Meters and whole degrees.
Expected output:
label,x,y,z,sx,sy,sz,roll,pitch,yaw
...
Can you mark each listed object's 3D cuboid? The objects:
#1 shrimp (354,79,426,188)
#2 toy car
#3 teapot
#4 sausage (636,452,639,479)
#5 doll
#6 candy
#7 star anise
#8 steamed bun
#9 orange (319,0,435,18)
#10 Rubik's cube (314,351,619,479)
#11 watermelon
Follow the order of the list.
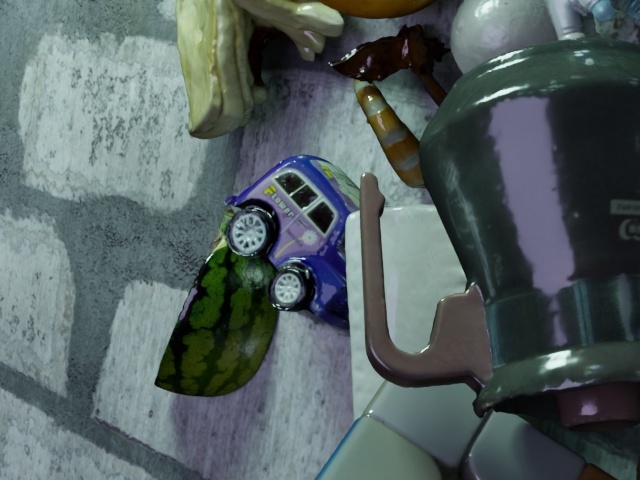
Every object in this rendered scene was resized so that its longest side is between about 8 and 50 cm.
label,x,y,z,sx,sy,sz,roll,pitch,yaw
shrimp,0.089,-0.144,1.670,0.049,0.161,0.166,-35,28,5
toy car,0.000,0.000,1.691,0.158,0.172,0.235,-44,68,16
teapot,0.226,0.011,1.304,0.376,0.305,0.362,-4,71,-2
sausage,0.481,0.099,1.299,0.501,0.123,0.136,-57,45,24
doll,0.280,-0.279,1.459,0.287,0.151,0.151,-37,68,31
candy,0.152,0.130,1.569,0.208,0.145,0.359,-4,89,39
star anise,0.119,-0.199,1.612,0.140,0.158,0.144,6,118,39
steamed bun,-0.083,-0.366,1.762,0.247,0.189,0.428,166,101,-69
orange,0.070,-0.391,1.561,0.246,0.246,0.246,1,91,40
Rubik's cube,0.112,0.397,1.357,0.344,0.347,0.347,32,135,9
watermelon,-0.169,0.120,1.852,0.159,0.128,0.303,36,113,35
